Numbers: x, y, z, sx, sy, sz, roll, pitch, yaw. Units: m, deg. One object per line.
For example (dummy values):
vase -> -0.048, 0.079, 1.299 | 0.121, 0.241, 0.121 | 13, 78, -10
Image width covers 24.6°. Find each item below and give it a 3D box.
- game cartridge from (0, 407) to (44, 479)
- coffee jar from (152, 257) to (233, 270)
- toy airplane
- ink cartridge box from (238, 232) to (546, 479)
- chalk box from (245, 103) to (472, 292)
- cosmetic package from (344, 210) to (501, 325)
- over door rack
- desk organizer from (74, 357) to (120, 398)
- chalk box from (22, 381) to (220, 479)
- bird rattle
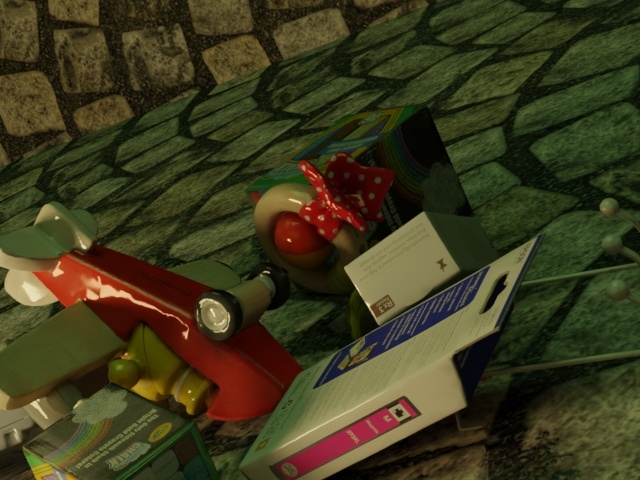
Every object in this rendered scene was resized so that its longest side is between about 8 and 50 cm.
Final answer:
game cartridge -> -0.458, 0.286, 1.864 | 0.294, 0.060, 0.196 | -24, -19, 6
coffee jar -> -0.200, 0.074, 2.204 | 0.096, 0.079, 0.184 | -37, 21, -28
toy airplane -> -0.242, 0.119, 1.821 | 0.386, 0.272, 0.384 | 2, 23, -20
ink cartridge box -> 0.083, 0.134, 1.495 | 0.371, 0.069, 0.176 | -36, 12, 37
chalk box -> 0.034, -0.040, 2.034 | 0.289, 0.180, 0.179 | -37, 20, -33
cosmetic package -> 0.126, 0.031, 1.685 | 0.117, 0.085, 0.231 | -35, -13, 15
over door rack -> 0.279, 0.057, 1.532 | 0.324, 0.108, 0.239 | -21, 17, 17
desk organizer -> -0.326, 0.189, 2.101 | 0.047, 0.050, 0.130 | -56, 7, 48
chalk box -> -0.190, 0.261, 1.545 | 0.132, 0.132, 0.213 | -35, 33, -28
bird rattle -> 0.000, 0.000, 1.827 | 0.207, 0.253, 0.143 | 9, 52, 34
